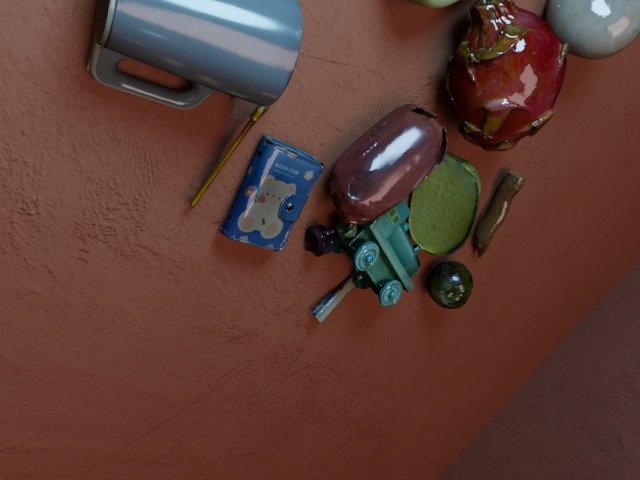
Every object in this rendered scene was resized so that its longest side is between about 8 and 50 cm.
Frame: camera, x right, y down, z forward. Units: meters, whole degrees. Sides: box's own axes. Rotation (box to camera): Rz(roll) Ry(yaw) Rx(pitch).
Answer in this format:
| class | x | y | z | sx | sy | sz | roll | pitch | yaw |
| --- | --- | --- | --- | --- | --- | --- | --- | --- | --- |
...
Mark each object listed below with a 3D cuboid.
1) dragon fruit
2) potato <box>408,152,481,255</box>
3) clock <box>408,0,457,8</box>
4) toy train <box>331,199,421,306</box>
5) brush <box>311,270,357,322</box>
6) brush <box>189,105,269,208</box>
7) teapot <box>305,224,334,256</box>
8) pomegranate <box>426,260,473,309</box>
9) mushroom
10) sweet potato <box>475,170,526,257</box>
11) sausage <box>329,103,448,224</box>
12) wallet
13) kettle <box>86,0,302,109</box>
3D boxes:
| class | x | y | z | sx | sy | sz | roll | pitch | yaw |
| --- | --- | --- | --- | --- | --- | --- | --- | --- | --- |
| dragon fruit | 0.372 | -0.328 | 1.002 | 0.250 | 0.250 | 0.315 | -19 | 112 | -26 |
| potato | 0.309 | -0.094 | 1.196 | 0.111 | 0.160 | 0.272 | -40 | 143 | -43 |
| clock | 0.213 | -0.575 | 0.763 | 0.286 | 0.117 | 0.348 | -36 | 136 | -10 |
| toy train | 0.145 | 0.019 | 1.155 | 0.194 | 0.120 | 0.298 | -46 | 135 | -10 |
| brush | 0.046 | 0.130 | 1.236 | 0.178 | 0.030 | 0.033 | -46 | 129 | -15 |
| brush | -0.143 | -0.158 | 0.837 | 0.013 | 0.103 | 0.272 | 37 | 107 | -10 |
| teapot | 0.000 | 0.000 | 1.072 | 0.045 | 0.068 | 0.100 | -16 | 165 | -31 |
| pomegranate | 0.382 | 0.122 | 1.418 | 0.163 | 0.125 | 0.138 | -13 | 116 | -31 |
| mushroom | 0.597 | -0.492 | 1.091 | 0.204 | 0.204 | 0.204 | -21 | 132 | -25 |
| sweet potato | 0.487 | -0.065 | 1.407 | 0.067 | 0.059 | 0.282 | -45 | 158 | -59 |
| sausage | 0.132 | -0.151 | 0.996 | 0.279 | 0.152 | 0.152 | -44 | 137 | -4 |
| wallet | -0.091 | -0.083 | 0.943 | 0.141 | 0.059 | 0.202 | 16 | 109 | -37 |
| kettle | -0.180 | -0.273 | 0.689 | 0.243 | 0.160 | 0.210 | 5 | 146 | -32 |
